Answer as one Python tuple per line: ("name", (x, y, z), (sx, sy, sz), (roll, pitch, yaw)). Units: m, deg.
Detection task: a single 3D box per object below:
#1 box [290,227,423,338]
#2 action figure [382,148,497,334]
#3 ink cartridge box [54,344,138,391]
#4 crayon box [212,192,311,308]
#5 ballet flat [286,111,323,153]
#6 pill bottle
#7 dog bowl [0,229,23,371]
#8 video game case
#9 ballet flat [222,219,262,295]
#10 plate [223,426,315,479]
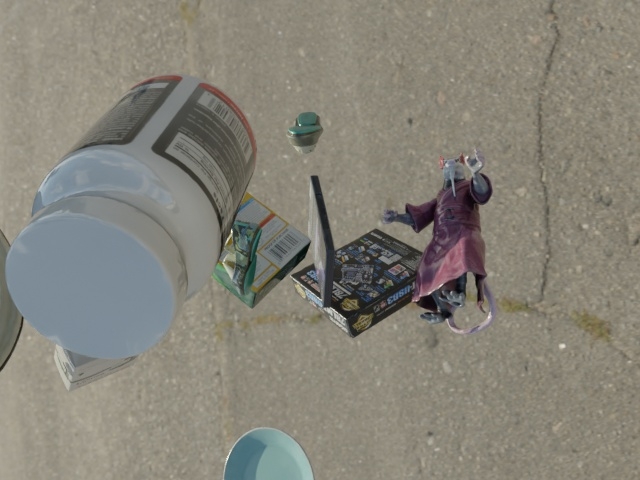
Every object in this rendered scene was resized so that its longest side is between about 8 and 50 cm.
("box", (0.116, 0.099, 1.869), (0.295, 0.293, 0.073), (31, 146, 54))
("action figure", (0.297, -0.024, 1.492), (0.248, 0.276, 0.370), (-19, 52, 42))
("ink cartridge box", (-0.470, 0.229, 1.523), (0.092, 0.160, 0.219), (62, 151, 13))
("crayon box", (-0.211, -0.017, 1.674), (0.323, 0.203, 0.083), (38, 144, 12))
("ballet flat", (-0.027, -0.213, 1.474), (0.213, 0.072, 0.068), (-81, -12, -69))
("pill bottle", (-0.206, -0.044, 0.846), (0.363, 0.210, 0.210), (-78, 14, -58))
("dog bowl", (-0.613, 0.076, 0.926), (0.150, 0.408, 0.407), (-38, 60, 31))
("video game case", (0.000, 0.000, 1.764), (0.274, 0.026, 0.196), (-103, 12, -45))
("ballet flat", (-0.149, 0.029, 1.328), (0.070, 0.070, 0.188), (58, 149, 34))
("plate", (-0.080, 0.399, 1.166), (0.188, 0.024, 0.188), (-5, 81, 33))
